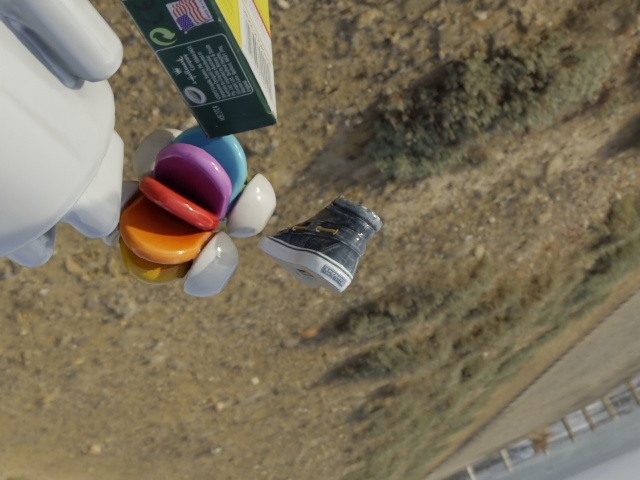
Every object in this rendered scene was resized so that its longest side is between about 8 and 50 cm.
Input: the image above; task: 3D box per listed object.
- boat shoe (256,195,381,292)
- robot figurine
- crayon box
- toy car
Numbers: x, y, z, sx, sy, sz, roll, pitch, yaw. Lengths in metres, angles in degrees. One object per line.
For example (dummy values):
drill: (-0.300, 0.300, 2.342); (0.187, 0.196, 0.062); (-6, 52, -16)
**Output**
boat shoe: (0.000, 0.000, 0.851); (0.083, 0.065, 0.183); (-54, -157, -10)
robot figurine: (-0.296, -0.117, 0.610); (0.300, 0.199, 0.353); (-25, 140, 16)
crayon box: (-0.116, -0.287, 0.823); (0.081, 0.318, 0.202); (-12, 148, 11)
toy car: (-0.138, -0.044, 0.856); (0.182, 0.159, 0.136); (-58, 176, -25)
